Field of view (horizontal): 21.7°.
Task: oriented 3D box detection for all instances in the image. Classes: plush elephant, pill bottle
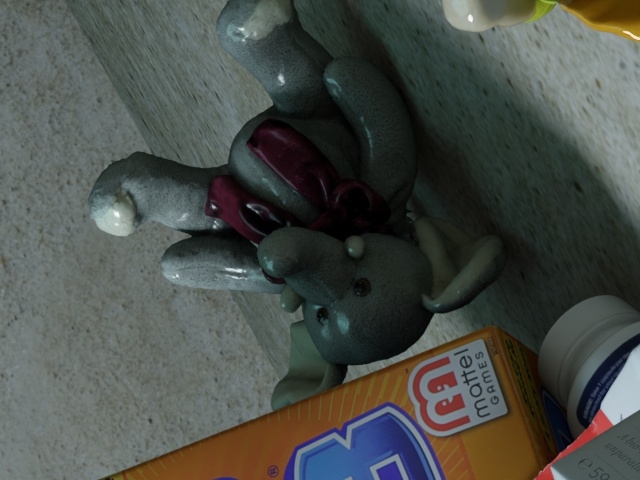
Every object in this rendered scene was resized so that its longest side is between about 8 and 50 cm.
[{"bbox_3d":[0.000,0.000,1.413,0.330,0.272,0.255,33,-159,-35],"label":"plush elephant"},{"bbox_3d":[0.227,0.116,1.087,0.187,0.112,0.112,46,163,49],"label":"pill bottle"}]

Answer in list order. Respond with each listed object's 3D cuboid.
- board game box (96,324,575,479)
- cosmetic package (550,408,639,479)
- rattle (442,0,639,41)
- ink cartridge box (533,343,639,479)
[{"bbox_3d":[0.064,0.315,1.233,0.356,0.356,0.356,34,-145,-68],"label":"board game box"},{"bbox_3d":[0.261,0.135,0.708,0.224,0.224,0.138,39,155,58],"label":"cosmetic package"},{"bbox_3d":[0.123,-0.202,0.837,0.142,0.130,0.200,24,118,52],"label":"rattle"},{"bbox_3d":[0.225,0.148,0.956,0.056,0.225,0.181,7,-139,-56],"label":"ink cartridge box"}]
